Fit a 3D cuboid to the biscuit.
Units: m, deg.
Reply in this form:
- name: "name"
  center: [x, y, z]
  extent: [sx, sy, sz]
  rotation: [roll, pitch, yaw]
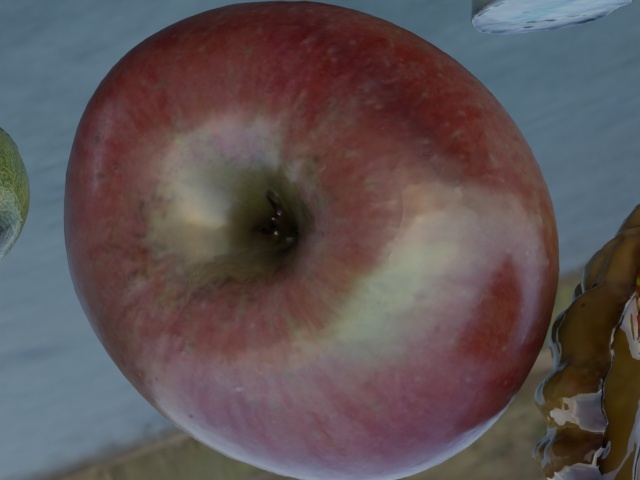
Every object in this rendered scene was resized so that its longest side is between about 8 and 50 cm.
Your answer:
- name: "biscuit"
  center: [0.261, 0.112, 1.308]
  extent: [0.107, 0.325, 0.326]
  rotation: [10, -166, 40]

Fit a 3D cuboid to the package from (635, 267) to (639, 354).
- name: "package"
  center: [0.293, 0.151, 1.098]
  extent: [0.288, 0.223, 0.108]
  rotation: [26, 127, -25]

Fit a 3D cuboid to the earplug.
- name: "earplug"
  center: [0.232, -0.409, 1.992]
  extent: [0.185, 0.324, 0.185]
  rotation: [-9, 170, -2]

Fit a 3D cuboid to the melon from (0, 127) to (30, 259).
- name: "melon"
  center: [-0.311, -0.023, 1.689]
  extent: [0.079, 0.128, 0.160]
  rotation: [13, 113, -29]

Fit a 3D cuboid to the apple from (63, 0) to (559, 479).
- name: "apple"
  center: [0.000, 0.000, 1.221]
  extent: [0.345, 0.344, 0.269]
  rotation: [-24, 170, 17]
